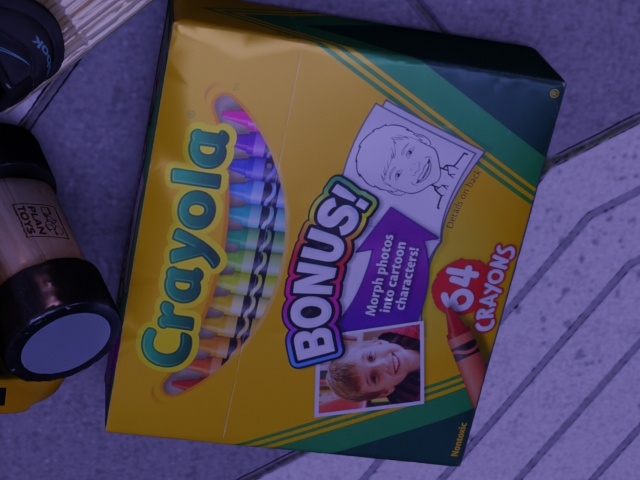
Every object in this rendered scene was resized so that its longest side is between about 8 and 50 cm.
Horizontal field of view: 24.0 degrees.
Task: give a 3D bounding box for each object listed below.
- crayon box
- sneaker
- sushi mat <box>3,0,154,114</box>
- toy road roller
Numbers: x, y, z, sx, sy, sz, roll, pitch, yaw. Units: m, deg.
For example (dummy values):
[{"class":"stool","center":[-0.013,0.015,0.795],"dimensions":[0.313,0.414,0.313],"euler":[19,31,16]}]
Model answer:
[{"class":"crayon box","center":[0.000,0.000,1.254],"dimensions":[0.313,0.106,0.363],"euler":[7,113,-13]},{"class":"sneaker","center":[-0.329,-0.142,1.113],"dimensions":[0.267,0.106,0.101],"euler":[1,125,2]},{"class":"sushi mat","center":[-0.173,-0.242,1.158],"dimensions":[0.316,0.019,0.151],"euler":[-36,115,7]},{"class":"toy road roller","center":[-0.332,0.057,1.136],"dimensions":[0.329,0.202,0.240],"euler":[2,135,-42]}]
